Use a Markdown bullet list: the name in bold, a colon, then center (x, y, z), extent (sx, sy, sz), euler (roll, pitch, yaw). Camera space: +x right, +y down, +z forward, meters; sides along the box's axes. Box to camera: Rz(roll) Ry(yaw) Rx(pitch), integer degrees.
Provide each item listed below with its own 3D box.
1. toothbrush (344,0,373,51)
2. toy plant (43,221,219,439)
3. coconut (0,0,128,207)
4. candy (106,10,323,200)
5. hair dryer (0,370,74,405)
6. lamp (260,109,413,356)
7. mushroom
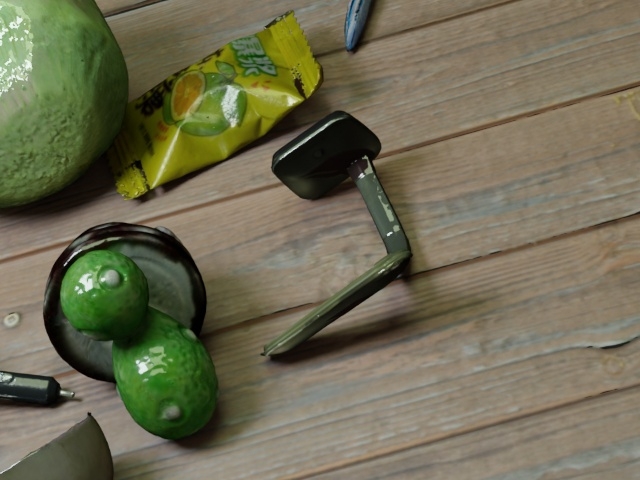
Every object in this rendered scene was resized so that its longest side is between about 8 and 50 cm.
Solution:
- **toothbrush**: center (0.080, -0.394, 2.236), extent (0.035, 0.042, 0.413), euler (-33, 29, 42)
- **toy plant**: center (-0.198, 0.085, 1.723), extent (0.175, 0.218, 0.235), euler (-33, 27, 3)
- **coconut**: center (-0.392, -0.200, 2.015), extent (0.328, 0.281, 0.328), euler (-18, 66, 47)
- **candy**: center (-0.138, -0.169, 2.043), extent (0.297, 0.081, 0.187), euler (-31, 42, 4)
- **hair dryer**: center (-0.374, 0.148, 1.776), extent (0.219, 0.124, 0.071), euler (9, 49, 4)
- **lamp**: center (0.004, 0.005, 1.814), extent (0.203, 0.124, 0.283), euler (-32, 44, 14)
- **mushroom**: center (-0.286, 0.260, 1.621), extent (0.188, 0.141, 0.117), euler (-28, 77, -4)
